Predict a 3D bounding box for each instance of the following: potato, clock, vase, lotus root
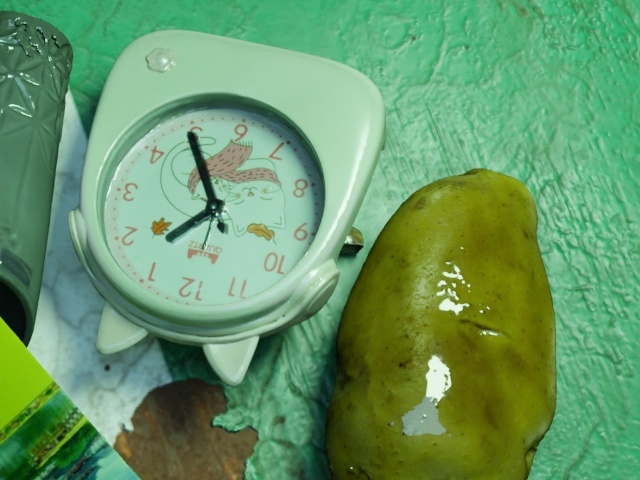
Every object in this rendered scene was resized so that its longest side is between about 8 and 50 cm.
[{"bbox_3d":[0.119,0.100,1.473,0.195,0.176,0.369,3,67,21],"label":"potato"},{"bbox_3d":[-0.096,-0.027,1.480,0.265,0.108,0.324,14,70,8],"label":"clock"},{"bbox_3d":[-0.307,-0.067,1.442,0.156,0.251,0.301,2,60,14],"label":"vase"},{"bbox_3d":[0.000,-0.002,1.544,0.083,0.037,0.030,-6,70,-10],"label":"lotus root"}]

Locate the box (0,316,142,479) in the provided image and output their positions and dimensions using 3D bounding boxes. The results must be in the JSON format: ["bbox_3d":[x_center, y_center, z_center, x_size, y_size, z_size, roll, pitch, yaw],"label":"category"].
[{"bbox_3d":[-0.267,0.212,1.355,0.187,0.047,0.335,-44,114,-18],"label":"box"}]
